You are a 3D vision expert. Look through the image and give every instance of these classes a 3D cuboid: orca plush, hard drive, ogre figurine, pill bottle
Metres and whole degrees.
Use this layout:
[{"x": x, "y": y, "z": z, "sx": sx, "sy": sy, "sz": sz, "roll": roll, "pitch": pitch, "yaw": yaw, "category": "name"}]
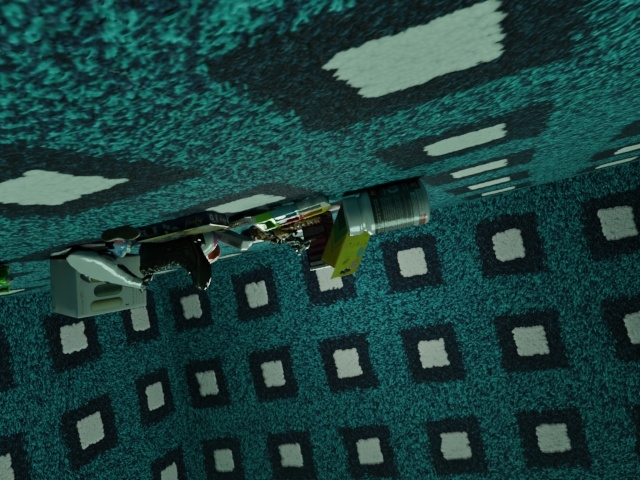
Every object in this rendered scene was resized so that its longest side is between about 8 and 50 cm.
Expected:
[{"x": -0.715, "y": 0.075, "z": 1.684, "sx": 0.287, "sy": 0.102, "sz": 0.151, "roll": 17, "pitch": 127, "yaw": -28, "category": "orca plush"}, {"x": -0.239, "y": -0.083, "z": 1.708, "sx": 0.094, "sy": 0.022, "sz": 0.135, "roll": -15, "pitch": 176, "yaw": 43, "category": "hard drive"}, {"x": -1.087, "y": 0.128, "z": 1.618, "sx": 0.118, "sy": 0.096, "sz": 0.197, "roll": 6, "pitch": 154, "yaw": -42, "category": "ogre figurine"}, {"x": 0.228, "y": -0.111, "z": 1.741, "sx": 0.283, "sy": 0.161, "sz": 0.161, "roll": -12, "pitch": 177, "yaw": 0, "category": "pill bottle"}]

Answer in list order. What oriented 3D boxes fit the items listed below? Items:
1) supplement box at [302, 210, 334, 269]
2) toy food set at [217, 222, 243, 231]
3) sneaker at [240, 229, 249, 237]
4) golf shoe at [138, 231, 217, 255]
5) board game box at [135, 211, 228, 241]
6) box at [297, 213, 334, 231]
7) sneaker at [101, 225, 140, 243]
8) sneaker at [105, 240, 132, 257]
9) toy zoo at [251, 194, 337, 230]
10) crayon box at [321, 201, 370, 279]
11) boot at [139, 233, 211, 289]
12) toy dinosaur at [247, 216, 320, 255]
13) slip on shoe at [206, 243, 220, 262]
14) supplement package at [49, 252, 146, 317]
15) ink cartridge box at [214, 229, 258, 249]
[{"x": 0.000, "y": 0.000, "z": 2.136, "sx": 0.130, "sy": 0.239, "sz": 0.073, "roll": -13, "pitch": 177, "yaw": 36, "category": "supplement box"}, {"x": -0.324, "y": -0.062, "z": 1.841, "sx": 0.122, "sy": 0.019, "sz": 0.078, "roll": -21, "pitch": 175, "yaw": 15, "category": "toy food set"}, {"x": -0.310, "y": -0.027, "z": 2.253, "sx": 0.089, "sy": 0.051, "sz": 0.170, "roll": -11, "pitch": -179, "yaw": -28, "category": "sneaker"}, {"x": -0.523, "y": 0.025, "z": 1.799, "sx": 0.306, "sy": 0.115, "sz": 0.140, "roll": -14, "pitch": 173, "yaw": 21, "category": "golf shoe"}, {"x": -0.435, "y": -0.040, "z": 1.560, "sx": 0.243, "sy": 0.042, "sz": 0.165, "roll": -13, "pitch": 177, "yaw": 8, "category": "board game box"}, {"x": -0.089, "y": -0.062, "z": 2.408, "sx": 0.232, "sy": 0.058, "sz": 0.322, "roll": -11, "pitch": 176, "yaw": -17, "category": "box"}, {"x": -0.572, "y": -0.016, "z": 1.447, "sx": 0.118, "sy": 0.042, "sz": 0.067, "roll": -5, "pitch": 174, "yaw": 11, "category": "sneaker"}, {"x": -0.671, "y": 0.013, "z": 1.623, "sx": 0.073, "sy": 0.063, "sz": 0.162, "roll": 13, "pitch": 161, "yaw": -31, "category": "sneaker"}, {"x": -0.082, "y": -0.099, "z": 1.711, "sx": 0.293, "sy": 0.030, "sz": 0.192, "roll": -18, "pitch": 173, "yaw": 0, "category": "toy zoo"}, {"x": 0.118, "y": -0.006, "z": 2.025, "sx": 0.081, "sy": 0.318, "sz": 0.202, "roll": 30, "pitch": -160, "yaw": 29, "category": "crayon box"}, {"x": -0.499, "y": 0.077, "z": 1.664, "sx": 0.229, "sy": 0.263, "sz": 0.091, "roll": -19, "pitch": 151, "yaw": 5, "category": "boot"}, {"x": -0.134, "y": -0.038, "z": 1.922, "sx": 0.322, "sy": 0.164, "sz": 0.218, "roll": 14, "pitch": 178, "yaw": 41, "category": "toy dinosaur"}, {"x": -0.523, "y": 0.042, "z": 2.106, "sx": 0.101, "sy": 0.123, "sz": 0.331, "roll": -17, "pitch": 170, "yaw": 21, "category": "slip on shoe"}, {"x": -0.813, "y": 0.156, "z": 1.811, "sx": 0.198, "sy": 0.199, "sz": 0.263, "roll": 3, "pitch": -175, "yaw": 38, "category": "supplement package"}, {"x": -0.342, "y": -0.004, "z": 1.961, "sx": 0.145, "sy": 0.045, "sz": 0.179, "roll": 21, "pitch": -178, "yaw": 13, "category": "ink cartridge box"}]
